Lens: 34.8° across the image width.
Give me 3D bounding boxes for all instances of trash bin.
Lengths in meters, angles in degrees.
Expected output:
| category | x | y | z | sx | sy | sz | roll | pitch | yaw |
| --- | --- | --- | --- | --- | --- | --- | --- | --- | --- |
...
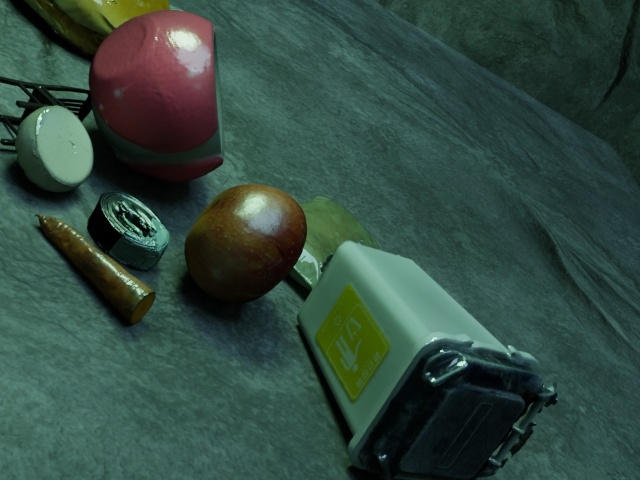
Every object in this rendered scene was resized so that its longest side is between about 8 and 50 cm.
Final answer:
| category | x | y | z | sx | sy | sz | roll | pitch | yaw |
| --- | --- | --- | --- | --- | --- | --- | --- | --- | --- |
| trash bin | 0.149 | 0.186 | 1.601 | 0.296 | 0.256 | 0.368 | 15 | 24 | -36 |

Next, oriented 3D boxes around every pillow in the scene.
| category | x | y | z | sx | sy | sz | roll | pitch | yaw |
| --- | --- | --- | --- | --- | --- | --- | --- | --- | --- |
| pillow | 0.000 | 0.000 | 1.906 | 0.185 | 0.075 | 0.302 | 44 | 27 | 12 |

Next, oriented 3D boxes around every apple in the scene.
| category | x | y | z | sx | sy | sz | roll | pitch | yaw |
| --- | --- | --- | --- | --- | --- | --- | --- | --- | --- |
| apple | -0.123 | -0.001 | 1.601 | 0.162 | 0.201 | 0.201 | 36 | 24 | -19 |

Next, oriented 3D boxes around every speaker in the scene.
| category | x | y | z | sx | sy | sz | roll | pitch | yaw |
| --- | --- | --- | --- | --- | --- | --- | --- | --- | --- |
| speaker | -0.259 | -0.243 | 1.763 | 0.294 | 0.294 | 0.294 | 29 | 26 | -15 |

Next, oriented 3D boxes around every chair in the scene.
| category | x | y | z | sx | sy | sz | roll | pitch | yaw |
| --- | --- | --- | --- | --- | --- | --- | --- | --- | --- |
| chair | -0.442 | -0.205 | 1.685 | 0.212 | 0.084 | 0.101 | 2 | 34 | -51 |

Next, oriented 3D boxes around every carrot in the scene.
| category | x | y | z | sx | sy | sz | roll | pitch | yaw |
| --- | --- | --- | --- | --- | --- | --- | --- | --- | --- |
| carrot | -0.330 | 0.030 | 1.471 | 0.224 | 0.057 | 0.057 | 39 | 24 | 18 |

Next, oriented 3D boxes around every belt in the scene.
| category | x | y | z | sx | sy | sz | roll | pitch | yaw |
| --- | --- | --- | --- | --- | --- | --- | --- | --- | --- |
| belt | -0.295 | -0.018 | 1.576 | 0.140 | 0.058 | 0.105 | 43 | 29 | 13 |

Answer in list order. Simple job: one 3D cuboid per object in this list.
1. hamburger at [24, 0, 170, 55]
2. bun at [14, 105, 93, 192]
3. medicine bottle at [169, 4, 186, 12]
| category | x | y | z | sx | sy | sz | roll | pitch | yaw |
| --- | --- | --- | --- | --- | --- | --- | --- | --- | --- |
| hamburger | -0.458 | -0.503 | 2.100 | 0.284 | 0.174 | 0.304 | 49 | 32 | 0 |
| bun | -0.427 | -0.136 | 1.586 | 0.138 | 0.094 | 0.138 | 41 | 41 | -50 |
| medicine bottle | -0.334 | -0.494 | 2.291 | 0.090 | 0.054 | 0.208 | -8 | 29 | -43 |
